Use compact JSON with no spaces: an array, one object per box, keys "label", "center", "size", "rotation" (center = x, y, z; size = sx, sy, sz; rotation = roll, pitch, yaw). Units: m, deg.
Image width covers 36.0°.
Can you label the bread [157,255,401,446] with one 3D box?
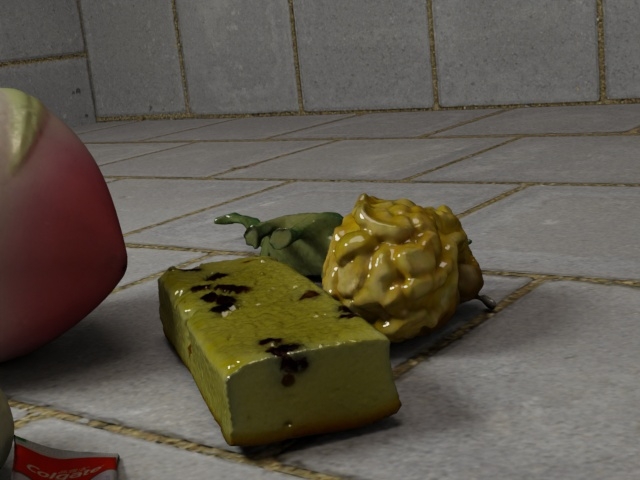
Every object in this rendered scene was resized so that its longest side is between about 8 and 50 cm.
[{"label":"bread","center":[-0.057,0.082,0.893],"size":[0.138,0.077,0.361],"rotation":[-10,13,-16]}]

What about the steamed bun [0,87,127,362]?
[{"label":"steamed bun","center":[-0.328,-0.007,1.002],"size":[0.309,0.309,0.309],"rotation":[-6,13,1]}]

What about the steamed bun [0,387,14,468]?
[{"label":"steamed bun","center":[-0.335,0.094,0.689],"size":[0.211,0.144,0.218],"rotation":[-23,54,-41]}]

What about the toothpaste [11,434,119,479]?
[{"label":"toothpaste","center":[-0.158,0.180,0.599],"size":[0.075,0.048,0.301],"rotation":[-13,12,-11]}]

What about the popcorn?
[{"label":"popcorn","center":[0.071,0.021,0.970],"size":[0.163,0.140,0.194],"rotation":[9,17,34]}]

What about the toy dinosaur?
[{"label":"toy dinosaur","center":[0.000,0.000,1.248],"size":[0.447,0.087,0.301],"rotation":[1,8,23]}]
